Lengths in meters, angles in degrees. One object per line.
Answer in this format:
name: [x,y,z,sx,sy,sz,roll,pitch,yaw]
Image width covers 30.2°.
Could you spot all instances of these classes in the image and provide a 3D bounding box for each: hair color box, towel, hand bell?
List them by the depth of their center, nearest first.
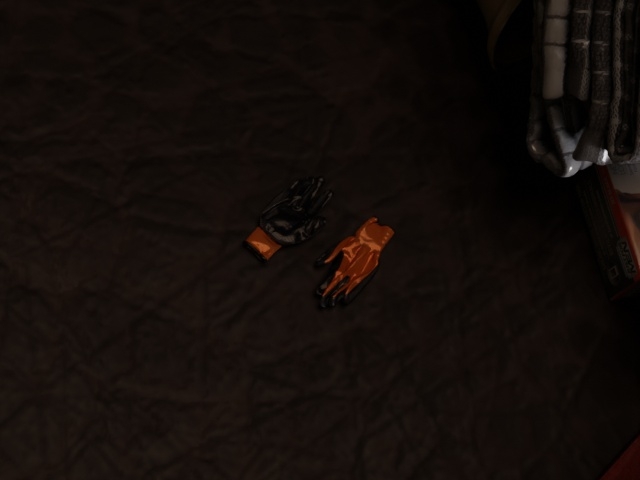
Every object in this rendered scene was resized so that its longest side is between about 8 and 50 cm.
towel: [0.236,-0.188,0.738,0.235,0.121,0.283,-19,116,-43]
hair color box: [0.271,-0.019,0.827,0.167,0.053,0.093,-9,72,-17]
hand bell: [0.093,-0.247,0.857,0.126,0.126,0.242,-31,68,-24]

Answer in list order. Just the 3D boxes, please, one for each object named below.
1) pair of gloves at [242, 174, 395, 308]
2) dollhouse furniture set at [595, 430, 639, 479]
pair of gloves: [0.000,0.000,0.770,0.083,0.010,0.074,37,66,4]
dollhouse furniture set: [0.174,0.236,0.616,0.374,0.201,0.152,-40,83,-26]
